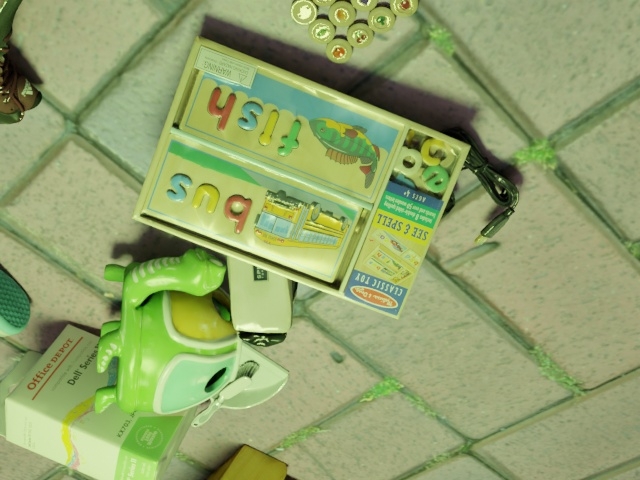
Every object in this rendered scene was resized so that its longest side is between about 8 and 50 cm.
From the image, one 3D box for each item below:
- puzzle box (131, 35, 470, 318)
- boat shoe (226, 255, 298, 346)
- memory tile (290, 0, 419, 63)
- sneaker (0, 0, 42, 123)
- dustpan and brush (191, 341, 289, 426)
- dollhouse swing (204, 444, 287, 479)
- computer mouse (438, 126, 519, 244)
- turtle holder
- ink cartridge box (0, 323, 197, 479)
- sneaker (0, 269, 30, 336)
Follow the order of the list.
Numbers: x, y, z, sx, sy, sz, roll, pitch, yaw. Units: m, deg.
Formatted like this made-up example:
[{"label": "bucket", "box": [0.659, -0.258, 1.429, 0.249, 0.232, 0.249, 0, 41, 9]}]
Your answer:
[{"label": "puzzle box", "box": [-0.029, -0.083, 1.090, 0.408, 0.052, 0.272, 20, 100, -5]}, {"label": "boat shoe", "box": [-0.091, -0.020, 1.208, 0.127, 0.158, 0.341, 4, 100, -2]}, {"label": "memory tile", "box": [0.043, -0.308, 1.022, 0.148, 0.012, 0.113, -31, 120, 27]}, {"label": "sneaker", "box": [-0.431, -0.253, 1.054, 0.281, 0.106, 0.162, -27, 138, 34]}, {"label": "dustpan and brush", "box": [-0.180, 0.292, 1.496, 0.147, 0.060, 0.211, 37, 123, -22]}, {"label": "dollhouse swing", "box": [-0.178, 0.670, 1.670, 0.305, 0.315, 0.347, 43, 122, -2]}, {"label": "computer mouse", "box": [0.173, -0.041, 1.198, 0.184, 0.060, 0.262, 37, 112, -17]}, {"label": "turtle holder", "box": [-0.247, 0.135, 1.286, 0.227, 0.243, 0.320, 5, 108, -14]}, {"label": "ink cartridge box", "box": [-0.416, 0.288, 1.391, 0.353, 0.207, 0.119, 21, 128, 4]}, {"label": "sneaker", "box": [-0.677, 0.072, 1.327, 0.208, 0.127, 0.319, -19, 124, 18]}]
